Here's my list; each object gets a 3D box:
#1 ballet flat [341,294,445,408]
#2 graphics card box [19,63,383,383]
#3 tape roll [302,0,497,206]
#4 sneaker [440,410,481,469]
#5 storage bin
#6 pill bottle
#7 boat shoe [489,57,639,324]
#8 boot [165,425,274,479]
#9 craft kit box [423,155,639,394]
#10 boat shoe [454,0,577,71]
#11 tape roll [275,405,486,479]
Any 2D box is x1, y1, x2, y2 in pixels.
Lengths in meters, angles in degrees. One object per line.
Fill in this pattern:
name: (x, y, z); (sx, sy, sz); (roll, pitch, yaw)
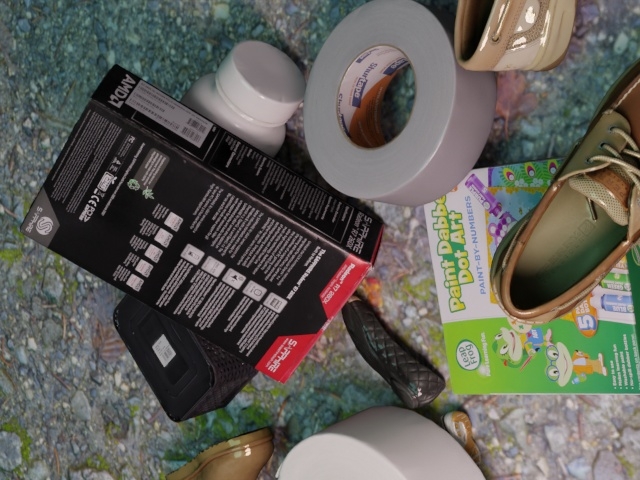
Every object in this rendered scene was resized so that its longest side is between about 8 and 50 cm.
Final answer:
ballet flat: (0.079, 0.127, 1.727); (0.173, 0.049, 0.057); (51, 156, 28)
graphics card box: (-0.140, -0.013, 1.727); (0.371, 0.094, 0.233); (29, 128, -7)
tape roll: (0.082, -0.148, 1.593); (0.219, 0.072, 0.219); (-10, 76, 44)
sneaker: (0.158, 0.234, 1.683); (0.037, 0.032, 0.083); (-8, 92, 60)
storage bin: (-0.176, 0.130, 1.926); (0.122, 0.084, 0.180); (-48, 67, 38)
pill bottle: (-0.117, -0.127, 1.779); (0.131, 0.131, 0.229); (56, 130, 18)
boat shoe: (0.277, -0.048, 1.385); (0.123, 0.120, 0.324); (35, 102, 6)
boot: (-0.082, 0.391, 1.901); (0.236, 0.089, 0.269); (-40, 71, 53)
craft kit box: (0.230, 0.037, 1.553); (0.247, 0.061, 0.249); (-6, 95, 46)
boat shoe: (0.193, -0.330, 1.440); (0.122, 0.110, 0.341); (-147, 55, -61)
tape roll: (0.077, 0.337, 1.705); (0.286, 0.100, 0.286); (22, 122, 41)
